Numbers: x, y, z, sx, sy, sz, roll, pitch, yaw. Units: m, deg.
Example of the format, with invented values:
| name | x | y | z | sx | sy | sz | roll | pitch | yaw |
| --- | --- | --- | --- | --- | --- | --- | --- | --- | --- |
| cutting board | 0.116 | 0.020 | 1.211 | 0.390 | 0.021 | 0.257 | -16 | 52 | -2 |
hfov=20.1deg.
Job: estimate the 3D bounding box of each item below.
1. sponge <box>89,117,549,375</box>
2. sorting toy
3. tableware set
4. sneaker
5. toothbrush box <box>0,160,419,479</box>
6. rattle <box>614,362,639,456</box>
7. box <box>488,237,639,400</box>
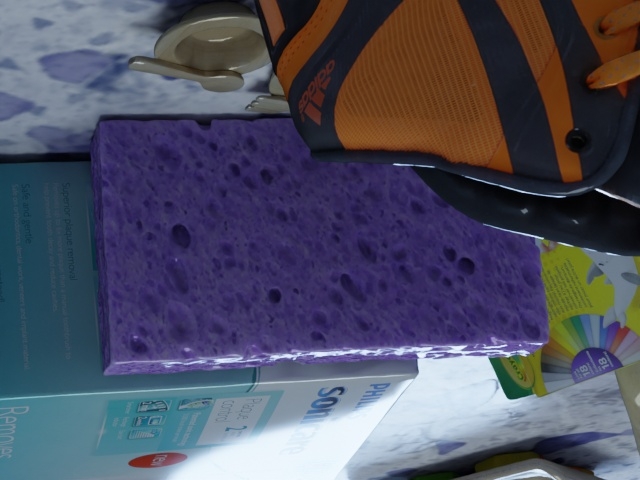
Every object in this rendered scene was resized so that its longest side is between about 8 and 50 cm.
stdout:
| name | x | y | z | sx | sy | sz | roll | pitch | yaw |
| --- | --- | --- | --- | --- | --- | --- | --- | --- | --- |
| sponge | 0.000 | 0.000 | 0.849 | 0.210 | 0.117 | 0.031 | -1 | 161 | -15 |
| sorting toy | 0.158 | 0.223 | 1.608 | 0.208 | 0.038 | 0.193 | -14 | 158 | 30 |
| tableware set | 0.014 | -0.089 | 0.758 | 0.168 | 0.020 | 0.141 | -25 | 153 | 39 |
| sneaker | 0.131 | -0.094 | 0.558 | 0.321 | 0.180 | 0.124 | -17 | 157 | 25 |
| toothbrush box | -0.120 | 0.054 | 0.941 | 0.295 | 0.126 | 0.216 | -3 | 159 | -15 |
| rattle | 0.149 | 0.097 | 1.034 | 0.142 | 0.200 | 0.130 | -7 | 159 | -1 |
| box | 0.150 | 0.014 | 0.949 | 0.179 | 0.105 | 0.043 | -24 | -177 | 37 |
